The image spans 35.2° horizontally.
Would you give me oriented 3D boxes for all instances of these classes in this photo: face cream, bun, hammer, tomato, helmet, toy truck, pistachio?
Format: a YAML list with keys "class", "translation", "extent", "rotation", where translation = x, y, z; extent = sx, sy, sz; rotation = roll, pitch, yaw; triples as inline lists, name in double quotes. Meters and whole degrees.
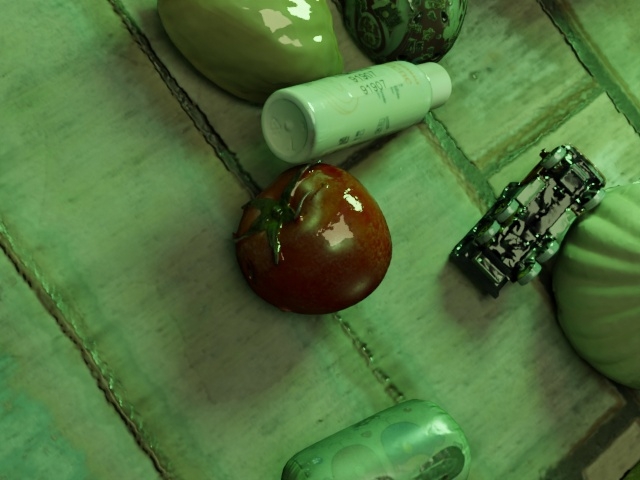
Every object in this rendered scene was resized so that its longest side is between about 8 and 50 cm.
- class: "face cream"
  translation: [0.051, -0.151, 1.122]
  extent: [0.269, 0.082, 0.082]
  rotation: [-24, 87, -45]
- class: "bun"
  translation: [0.407, 0.051, 1.152]
  extent: [0.263, 0.175, 0.263]
  rotation: [0, 89, 1]
- class: "hammer"
  translation: [0.093, 0.350, 1.063]
  extent: [0.207, 0.119, 0.335]
  rotation: [-20, 92, -20]
- class: "tomato"
  translation: [0.000, 0.000, 1.082]
  extent: [0.167, 0.167, 0.167]
  rotation: [4, 78, -17]
- class: "helmet"
  translation: [0.111, -0.301, 1.200]
  extent: [0.153, 0.107, 0.176]
  rotation: [-8, 81, -22]
- class: "toy truck"
  translation: [0.245, -0.024, 1.195]
  extent: [0.083, 0.092, 0.192]
  rotation: [44, 78, -4]
- class: "pistachio"
  translation: [-0.074, -0.236, 1.118]
  extent: [0.223, 0.126, 0.152]
  rotation: [30, 108, -11]

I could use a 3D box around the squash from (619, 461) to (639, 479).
- class: "squash"
  translation: [0.427, 0.353, 1.175]
  extent: [0.184, 0.085, 0.192]
  rotation: [-35, 89, -22]
